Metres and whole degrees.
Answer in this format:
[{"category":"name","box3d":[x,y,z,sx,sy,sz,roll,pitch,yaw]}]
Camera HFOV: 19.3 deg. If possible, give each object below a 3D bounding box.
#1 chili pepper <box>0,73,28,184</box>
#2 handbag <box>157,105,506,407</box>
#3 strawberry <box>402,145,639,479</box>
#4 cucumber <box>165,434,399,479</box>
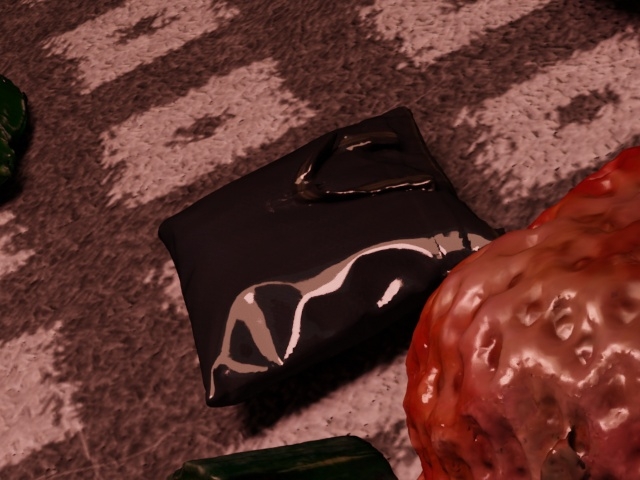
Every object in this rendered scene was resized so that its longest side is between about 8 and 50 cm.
[{"category":"chili pepper","box3d":[-0.298,-0.094,1.631,0.108,0.062,0.216,-29,32,-7]},{"category":"handbag","box3d":[0.000,0.000,1.246,0.211,0.089,0.254,-27,27,1]},{"category":"strawberry","box3d":[0.175,0.033,1.008,0.265,0.149,0.336,-4,35,34]},{"category":"cucumber","box3d":[-0.015,0.141,1.001,0.115,0.062,0.116,-6,6,-32]}]
